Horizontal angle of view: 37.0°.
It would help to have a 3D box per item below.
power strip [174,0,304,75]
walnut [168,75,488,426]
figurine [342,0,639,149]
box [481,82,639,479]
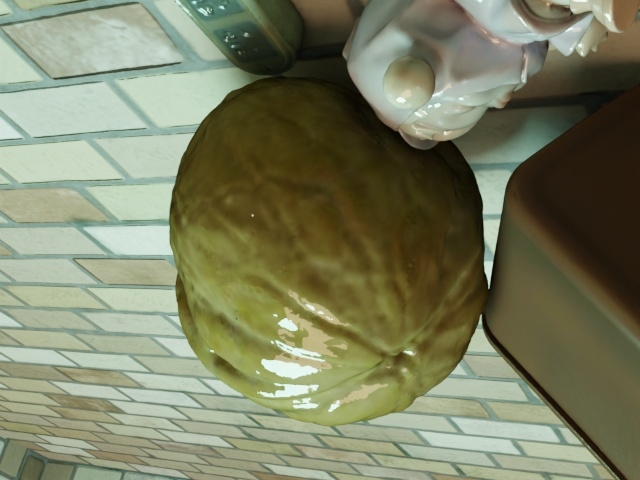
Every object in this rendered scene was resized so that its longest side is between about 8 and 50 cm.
[{"bbox_3d":[-0.100,-0.230,0.785,0.080,0.048,0.286,-1,151,32],"label":"power strip"},{"bbox_3d":[0.000,0.000,0.881,0.332,0.333,0.333,12,154,6],"label":"walnut"},{"bbox_3d":[0.119,-0.164,0.700,0.276,0.200,0.133,-30,88,54],"label":"figurine"},{"bbox_3d":[0.315,0.060,0.785,0.339,0.239,0.229,49,165,30],"label":"box"}]
